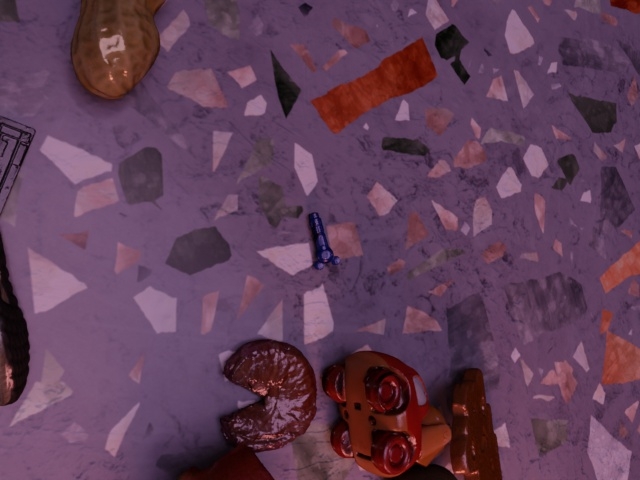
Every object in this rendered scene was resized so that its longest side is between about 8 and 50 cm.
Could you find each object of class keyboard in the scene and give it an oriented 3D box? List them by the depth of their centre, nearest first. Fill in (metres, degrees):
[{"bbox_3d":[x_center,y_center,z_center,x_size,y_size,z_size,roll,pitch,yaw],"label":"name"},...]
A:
[{"bbox_3d":[-0.545,-0.106,0.907,0.061,0.013,0.204,21,76,-23],"label":"keyboard"}]

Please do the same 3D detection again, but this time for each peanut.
[{"bbox_3d":[-0.353,-0.399,0.970,0.147,0.147,0.305,11,76,-25],"label":"peanut"}]

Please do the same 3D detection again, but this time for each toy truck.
[{"bbox_3d":[0.151,0.347,1.114,0.239,0.189,0.264,-7,89,-36],"label":"toy truck"}]

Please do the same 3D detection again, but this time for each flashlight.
[{"bbox_3d":[0.000,0.000,1.154,0.058,0.035,0.121,-16,88,-2],"label":"flashlight"}]

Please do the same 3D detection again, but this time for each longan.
[{"bbox_3d":[0.217,0.556,1.132,0.187,0.167,0.167,-20,94,-31],"label":"longan"}]

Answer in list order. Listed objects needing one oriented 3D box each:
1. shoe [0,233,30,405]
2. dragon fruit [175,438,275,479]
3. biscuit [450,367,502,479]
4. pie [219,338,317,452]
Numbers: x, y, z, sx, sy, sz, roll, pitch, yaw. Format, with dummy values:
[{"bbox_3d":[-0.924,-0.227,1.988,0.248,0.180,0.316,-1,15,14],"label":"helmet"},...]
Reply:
[{"bbox_3d":[-0.563,0.103,0.820,0.171,0.132,0.336,-14,94,-17],"label":"shoe"},{"bbox_3d":[-0.151,0.513,0.890,0.226,0.305,0.305,-24,96,-23],"label":"dragon fruit"},{"bbox_3d":[0.351,0.455,1.224,0.306,0.043,0.284,66,32,-22],"label":"biscuit"},{"bbox_3d":[-0.101,0.302,1.061,0.205,0.054,0.218,-9,89,-26],"label":"pie"}]
